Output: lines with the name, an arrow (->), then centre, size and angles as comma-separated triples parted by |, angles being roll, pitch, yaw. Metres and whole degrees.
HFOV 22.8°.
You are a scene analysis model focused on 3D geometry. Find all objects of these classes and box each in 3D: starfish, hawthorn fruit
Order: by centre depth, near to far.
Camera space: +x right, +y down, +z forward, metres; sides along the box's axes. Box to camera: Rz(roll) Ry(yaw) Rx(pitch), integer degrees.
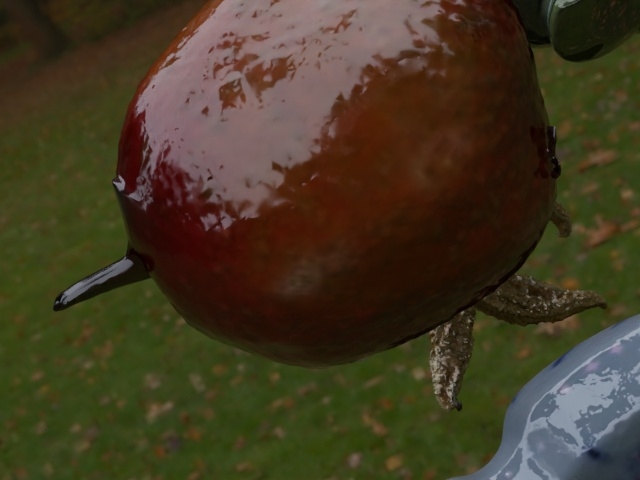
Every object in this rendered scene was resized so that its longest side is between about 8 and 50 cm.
hawthorn fruit -> -0.020, -0.046, 1.078 | 0.369, 0.284, 0.285 | -32, 13, -3
starfish -> 0.120, 0.027, 1.445 | 0.060, 0.299, 0.302 | -32, 17, 49

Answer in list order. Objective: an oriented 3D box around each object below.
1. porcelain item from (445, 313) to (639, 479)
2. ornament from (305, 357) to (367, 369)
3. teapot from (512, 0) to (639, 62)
porcelain item -> 0.331, 0.217, 1.713 | 0.405, 0.242, 0.178 | -37, 26, -14
ornament -> 0.000, 0.000, 1.684 | 0.259, 0.259, 0.225 | -19, 37, 29
teapot -> 0.196, -0.244, 1.351 | 0.239, 0.239, 0.321 | -39, -30, -2
